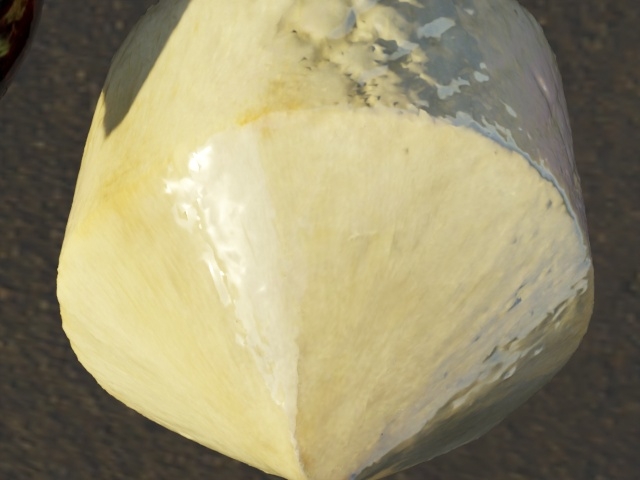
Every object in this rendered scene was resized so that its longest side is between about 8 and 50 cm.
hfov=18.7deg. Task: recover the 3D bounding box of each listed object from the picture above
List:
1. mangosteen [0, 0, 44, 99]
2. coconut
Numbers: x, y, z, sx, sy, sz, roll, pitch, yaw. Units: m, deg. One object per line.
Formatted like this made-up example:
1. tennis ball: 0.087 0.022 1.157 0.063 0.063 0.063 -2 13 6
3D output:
1. mangosteen: -0.249 -0.173 1.075 0.231 0.231 0.289 50 43 -25
2. coconut: 0.000 0.000 1.057 0.329 0.329 0.329 -2 94 -34
